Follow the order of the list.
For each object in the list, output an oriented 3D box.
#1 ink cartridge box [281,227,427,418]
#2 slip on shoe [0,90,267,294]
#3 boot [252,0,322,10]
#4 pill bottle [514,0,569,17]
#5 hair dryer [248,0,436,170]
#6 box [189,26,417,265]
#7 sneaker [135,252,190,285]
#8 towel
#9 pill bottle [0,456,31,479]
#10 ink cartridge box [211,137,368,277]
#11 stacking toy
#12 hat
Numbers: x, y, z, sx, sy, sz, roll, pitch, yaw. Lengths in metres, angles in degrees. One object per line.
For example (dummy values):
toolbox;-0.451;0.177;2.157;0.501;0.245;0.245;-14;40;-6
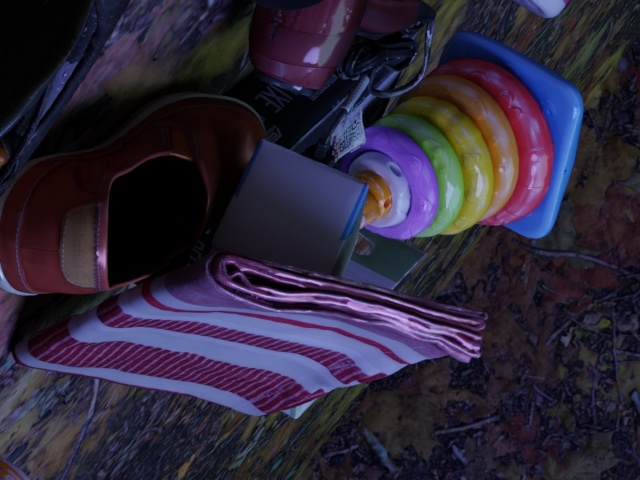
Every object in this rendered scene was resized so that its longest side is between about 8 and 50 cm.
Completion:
ink cartridge box;-0.025;0.058;1.752;0.235;0.171;0.056;-42;149;-42
slip on shoe;-0.114;-0.030;1.246;0.331;0.101;0.123;-28;124;-62
boot;0.077;-0.316;1.131;0.348;0.131;0.260;-59;167;28
pill bottle;0.224;-0.351;1.524;0.283;0.160;0.160;-53;169;5
hair dryer;0.017;-0.184;1.367;0.224;0.080;0.294;-56;159;-37
box;-0.045;-0.049;1.591;0.242;0.076;0.307;-44;166;-38
sneaker;-0.136;0.007;1.410;0.063;0.074;0.170;-53;169;4
towel;-0.064;0.080;1.322;0.329;0.237;0.037;-23;-122;54
pill bottle;-0.308;0.237;1.241;0.152;0.152;0.272;-54;169;9
ink cartridge box;-0.024;0.003;1.324;0.143;0.089;0.092;95;18;-72
stacking toy;0.083;-0.058;1.565;0.302;0.165;0.175;-28;139;-42
hat;-0.190;-0.077;0.803;0.331;0.134;0.331;-53;-173;10
